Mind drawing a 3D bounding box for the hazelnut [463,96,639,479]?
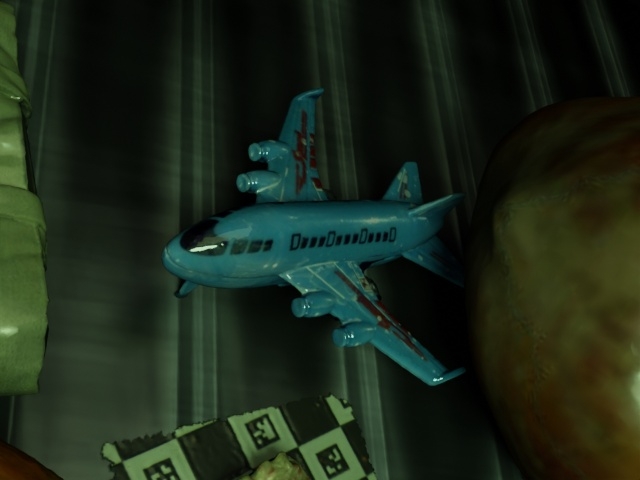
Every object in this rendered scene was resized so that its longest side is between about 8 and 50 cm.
[{"bbox_3d":[0.268,0.058,0.654,0.366,0.366,0.365,16,54,-23],"label":"hazelnut"}]

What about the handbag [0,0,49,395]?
[{"bbox_3d":[-0.288,-0.046,0.504,0.253,0.109,0.315,2,54,-28],"label":"handbag"}]

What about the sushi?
[{"bbox_3d":[-0.015,0.200,0.568,0.193,0.040,0.210,-7,65,-35],"label":"sushi"}]

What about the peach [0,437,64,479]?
[{"bbox_3d":[-0.163,0.236,0.287,0.243,0.306,0.380,20,47,-12],"label":"peach"}]

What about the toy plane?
[{"bbox_3d":[0.000,0.000,0.662,0.271,0.105,0.254,-11,67,-35],"label":"toy plane"}]
